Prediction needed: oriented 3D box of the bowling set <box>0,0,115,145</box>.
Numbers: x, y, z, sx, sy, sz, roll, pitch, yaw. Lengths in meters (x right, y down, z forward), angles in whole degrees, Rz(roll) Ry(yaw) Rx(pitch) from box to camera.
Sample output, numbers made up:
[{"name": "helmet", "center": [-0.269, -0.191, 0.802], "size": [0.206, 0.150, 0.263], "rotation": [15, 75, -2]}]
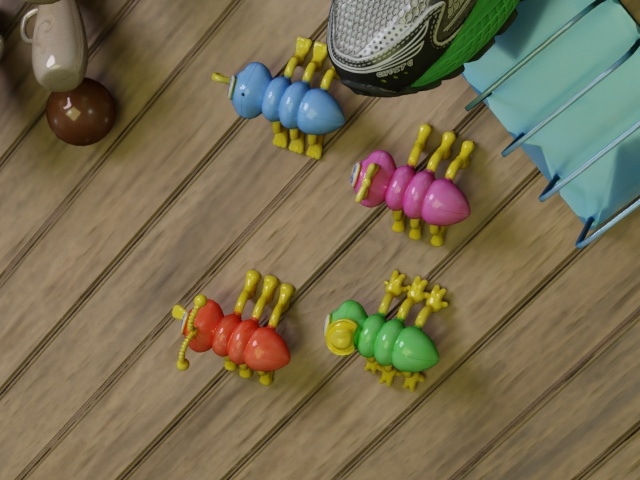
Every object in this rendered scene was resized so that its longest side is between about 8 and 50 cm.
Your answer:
[{"name": "bowling set", "center": [-0.248, -0.163, 1.095], "size": [0.287, 0.200, 0.154], "rotation": [-22, 57, 21]}]

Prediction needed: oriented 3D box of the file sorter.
[{"name": "file sorter", "center": [0.171, -0.097, 0.979], "size": [0.118, 0.104, 0.170], "rotation": [-39, 89, 21]}]

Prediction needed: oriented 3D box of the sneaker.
[{"name": "sneaker", "center": [0.067, -0.257, 0.899], "size": [0.134, 0.146, 0.344], "rotation": [15, 88, 37]}]

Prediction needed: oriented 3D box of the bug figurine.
[{"name": "bug figurine", "center": [0.000, 0.000, 1.075], "size": [0.216, 0.072, 0.279], "rotation": [16, 107, 13]}]
